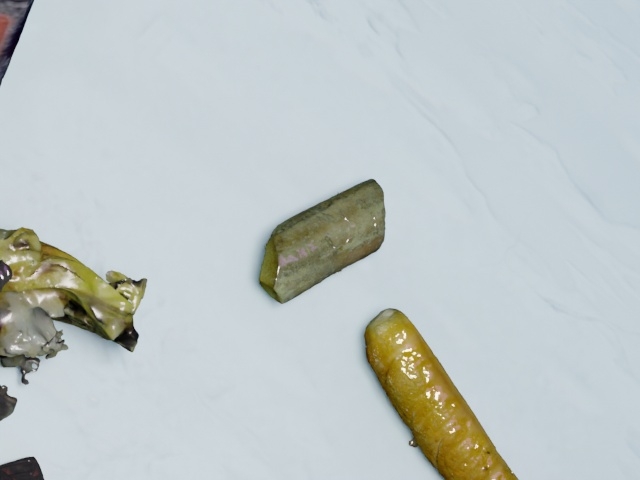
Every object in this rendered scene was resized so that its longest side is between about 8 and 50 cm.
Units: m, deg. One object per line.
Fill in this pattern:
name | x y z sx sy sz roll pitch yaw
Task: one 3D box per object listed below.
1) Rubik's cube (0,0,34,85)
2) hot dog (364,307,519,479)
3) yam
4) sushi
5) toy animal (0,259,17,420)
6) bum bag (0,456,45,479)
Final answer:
Rubik's cube | -0.391 -0.307 1.328 0.359 0.362 0.363 11 56 -20
hot dog | 0.130 0.189 1.622 0.061 0.088 0.286 -37 92 -17
yam | 0.000 0.000 1.616 0.146 0.070 0.070 -28 91 -21
sushi | -0.287 0.048 1.468 0.291 0.139 0.131 12 85 -19
toy animal | -0.361 0.152 1.337 0.343 0.106 0.168 -33 111 -26
bum bag | -0.293 0.221 1.488 0.124 0.034 0.058 -14 72 -22
